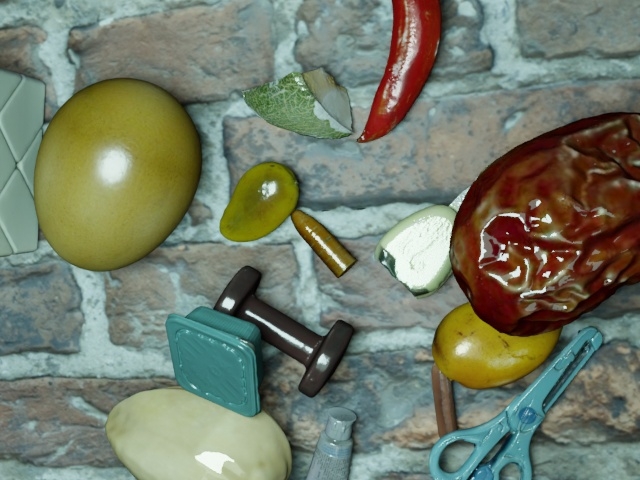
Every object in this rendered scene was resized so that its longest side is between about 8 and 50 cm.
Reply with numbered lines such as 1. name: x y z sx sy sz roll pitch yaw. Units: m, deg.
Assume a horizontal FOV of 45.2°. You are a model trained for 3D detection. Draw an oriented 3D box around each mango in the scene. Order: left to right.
1. mango: -0.105 -0.060 1.293 0.103 0.076 0.161 43 102 -2
2. mango: 0.288 0.159 1.240 0.219 0.112 0.144 -20 83 6

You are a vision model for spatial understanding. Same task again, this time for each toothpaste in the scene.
1. toothpaste: 0.013 0.405 1.330 0.089 0.057 0.234 14 103 8

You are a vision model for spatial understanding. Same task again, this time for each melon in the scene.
1. melon: -0.037 -0.242 1.255 0.203 0.139 0.093 16 74 8

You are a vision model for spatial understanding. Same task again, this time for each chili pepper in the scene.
1. chili pepper: 0.126 -0.342 1.235 0.137 0.092 0.368 4 92 22

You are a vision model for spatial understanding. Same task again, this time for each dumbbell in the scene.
1. dumbbell: -0.068 0.149 1.273 0.225 0.140 0.124 30 136 3

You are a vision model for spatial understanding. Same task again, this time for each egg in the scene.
1. egg: -0.326 -0.100 1.230 0.250 0.250 0.322 26 102 5

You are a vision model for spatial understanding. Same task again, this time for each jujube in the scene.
1. jujube: 0.370 -0.026 1.132 0.377 0.276 0.276 -25 91 -3

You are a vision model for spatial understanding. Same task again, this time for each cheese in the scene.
1. cheese: 0.209 -0.026 1.265 0.127 0.054 0.251 44 98 3

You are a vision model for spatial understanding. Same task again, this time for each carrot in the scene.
1. carrot: 0.000 0.000 1.298 0.048 0.048 0.139 -44 87 9

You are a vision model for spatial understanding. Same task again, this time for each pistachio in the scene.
1. pistachio: -0.203 0.344 1.280 0.318 0.193 0.213 19 94 8

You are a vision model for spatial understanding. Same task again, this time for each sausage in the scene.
1. sausage: 0.210 0.275 1.301 0.030 0.035 0.147 -4 94 40

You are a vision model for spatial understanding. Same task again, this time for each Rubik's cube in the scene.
1. Rubik's cube: -0.666 -0.134 1.238 0.316 0.319 0.321 4 94 8

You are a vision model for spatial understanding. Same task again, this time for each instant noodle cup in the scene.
1. instant noodle cup: -0.154 0.179 1.200 0.157 0.070 0.179 18 135 19

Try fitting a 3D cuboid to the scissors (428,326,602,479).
1. scissors: 0.336 0.301 1.275 0.180 0.032 0.393 38 95 -9
